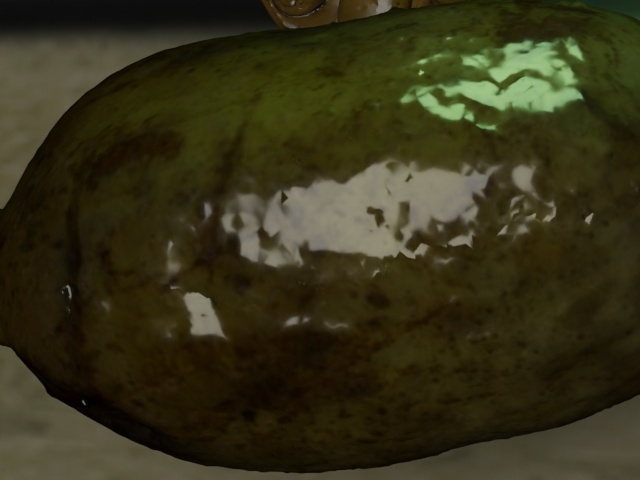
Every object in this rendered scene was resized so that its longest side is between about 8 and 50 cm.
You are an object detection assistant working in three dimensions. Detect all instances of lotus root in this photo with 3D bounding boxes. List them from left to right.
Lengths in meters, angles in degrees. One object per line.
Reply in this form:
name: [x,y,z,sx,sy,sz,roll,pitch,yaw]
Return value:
lotus root: [0.000,0.000,0.560,0.260,0.145,0.129,-5,97,21]

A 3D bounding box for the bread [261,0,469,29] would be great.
bread: [0.019,-0.110,0.618,0.110,0.024,0.110,0,89,26]
